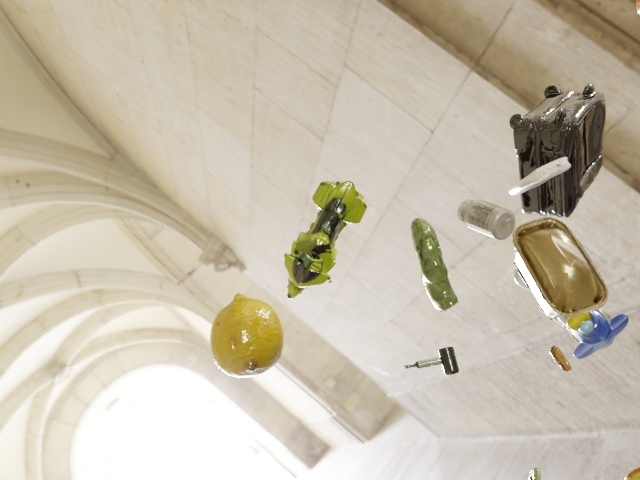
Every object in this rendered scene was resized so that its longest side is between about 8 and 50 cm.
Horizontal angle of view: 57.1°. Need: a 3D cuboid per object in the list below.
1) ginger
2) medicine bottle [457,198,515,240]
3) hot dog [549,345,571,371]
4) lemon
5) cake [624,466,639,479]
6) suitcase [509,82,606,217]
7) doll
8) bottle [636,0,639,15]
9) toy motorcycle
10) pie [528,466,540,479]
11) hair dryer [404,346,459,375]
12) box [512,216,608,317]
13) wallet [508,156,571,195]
[{"bbox_3d":[0.327,0.075,1.727,0.089,0.290,0.137,-19,9,18],"label":"ginger"},{"bbox_3d":[0.413,-0.057,1.477,0.079,0.079,0.140,-51,34,-5],"label":"medicine bottle"},{"bbox_3d":[0.682,0.339,1.674,0.021,0.083,0.037,-29,-11,-33],"label":"hot dog"},{"bbox_3d":[-0.225,0.294,1.816,0.228,0.228,0.254,116,158,-63],"label":"lemon"},{"bbox_3d":[0.970,0.717,1.789,0.084,0.044,0.084,-20,-30,-12],"label":"cake"},{"bbox_3d":[0.695,-0.253,1.704,0.345,0.188,0.340,-38,-54,-43],"label":"suitcase"},{"bbox_3d":[0.832,0.251,1.910,0.366,0.375,0.187,-107,33,-67],"label":"doll"},{"bbox_3d":[0.663,-0.438,1.072,0.069,0.069,0.187,-53,19,11],"label":"bottle"},{"bbox_3d":[-0.002,-0.001,1.544,0.342,0.142,0.206,-62,11,-8],"label":"toy motorcycle"},{"bbox_3d":[0.607,0.689,1.674,0.084,0.021,0.084,15,-90,-81],"label":"pie"},{"bbox_3d":[0.407,0.458,2.174,0.197,0.101,0.057,-11,-20,4],"label":"hair dryer"},{"bbox_3d":[0.386,0.046,0.967,0.111,0.177,0.111,-17,-29,-10],"label":"box"},{"bbox_3d":[0.507,-0.146,1.361,0.095,0.033,0.190,-26,-7,-6],"label":"wallet"}]
